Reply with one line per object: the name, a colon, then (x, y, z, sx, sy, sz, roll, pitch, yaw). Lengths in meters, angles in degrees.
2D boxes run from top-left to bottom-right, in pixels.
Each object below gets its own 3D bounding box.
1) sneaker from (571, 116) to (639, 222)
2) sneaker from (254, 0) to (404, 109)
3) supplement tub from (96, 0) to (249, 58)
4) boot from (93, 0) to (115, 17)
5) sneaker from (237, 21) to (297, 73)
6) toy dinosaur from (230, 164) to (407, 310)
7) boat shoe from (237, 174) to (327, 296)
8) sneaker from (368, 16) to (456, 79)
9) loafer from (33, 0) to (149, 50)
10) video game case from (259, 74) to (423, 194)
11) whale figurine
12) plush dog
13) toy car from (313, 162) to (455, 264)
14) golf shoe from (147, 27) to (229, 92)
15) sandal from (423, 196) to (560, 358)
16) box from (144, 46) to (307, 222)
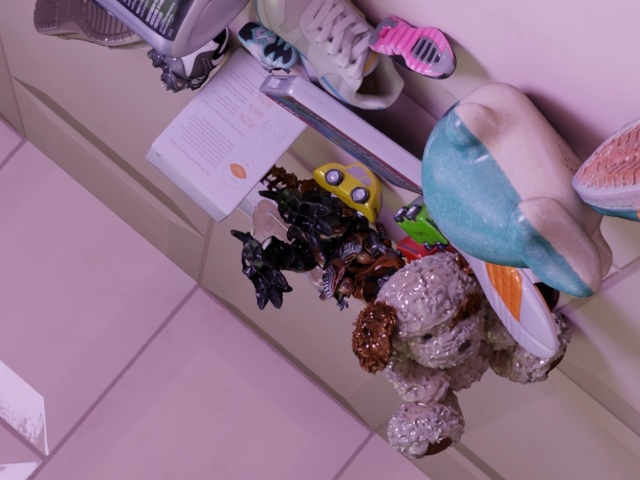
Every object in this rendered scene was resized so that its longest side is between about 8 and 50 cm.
sneaker: (0.314, -0.030, 1.374, 0.121, 0.108, 0.302, 49, 164, -19)
sneaker: (0.013, -0.208, 1.724, 0.092, 0.087, 0.228, 29, 171, 32)
supplement tub: (-0.196, -0.335, 1.630, 0.316, 0.193, 0.193, 40, 168, 5)
boot: (-0.212, -0.315, 1.910, 0.260, 0.131, 0.348, 11, -161, -1)
sneaker: (-0.048, -0.210, 2.003, 0.098, 0.038, 0.069, 42, 174, 42)
toy dinosaur: (0.000, 0.000, 2.311, 0.322, 0.164, 0.218, 24, -160, 29)
boat shoe: (-0.055, -0.016, 2.535, 0.302, 0.103, 0.113, 30, 164, 41)
sneaker: (0.098, -0.177, 1.670, 0.057, 0.047, 0.119, 42, 177, -38)
loafer: (-0.267, -0.295, 2.230, 0.092, 0.102, 0.268, 7, -175, -40)
video game case: (0.034, -0.116, 1.923, 0.204, 0.025, 0.285, 35, 180, -10)
whale figurine: (0.171, -0.027, 1.552, 0.216, 0.141, 0.272, 45, -164, -22)
plush dog: (0.144, 0.098, 2.083, 0.210, 0.262, 0.225, 51, 170, 34)
toy car: (0.114, -0.024, 2.126, 0.239, 0.053, 0.225, 43, 167, -13)
golf shoe: (-0.146, -0.232, 2.133, 0.077, 0.094, 0.198, 57, -169, -11)
sandal: (0.207, 0.006, 1.935, 0.265, 0.076, 0.102, 57, 160, 25)
box: (-0.112, -0.129, 2.154, 0.130, 0.170, 0.091, 42, 168, -4)
